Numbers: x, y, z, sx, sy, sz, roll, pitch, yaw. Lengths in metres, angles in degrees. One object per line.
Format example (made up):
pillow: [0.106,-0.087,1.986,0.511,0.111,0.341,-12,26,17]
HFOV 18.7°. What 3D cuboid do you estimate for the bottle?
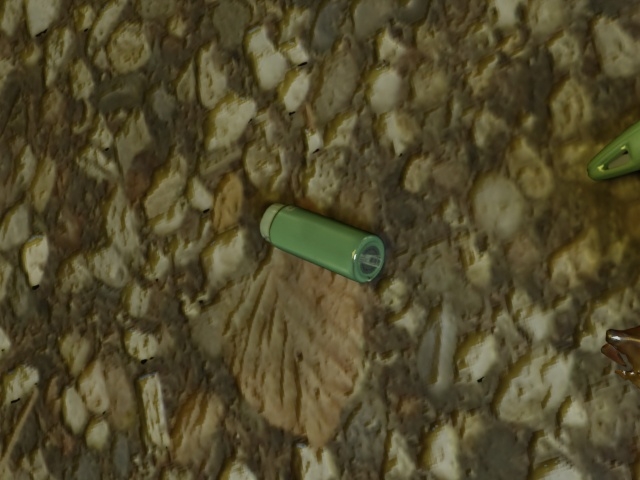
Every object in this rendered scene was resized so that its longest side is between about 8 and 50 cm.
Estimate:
bottle: [0.000,0.000,1.177,0.083,0.030,0.030,21,97,40]

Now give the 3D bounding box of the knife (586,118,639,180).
knife: [0.257,-0.095,0.990,0.293,0.020,0.043,-31,63,30]

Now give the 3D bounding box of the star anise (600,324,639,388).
star anise: [0.266,0.082,0.870,0.237,0.148,0.346,-19,63,-10]
